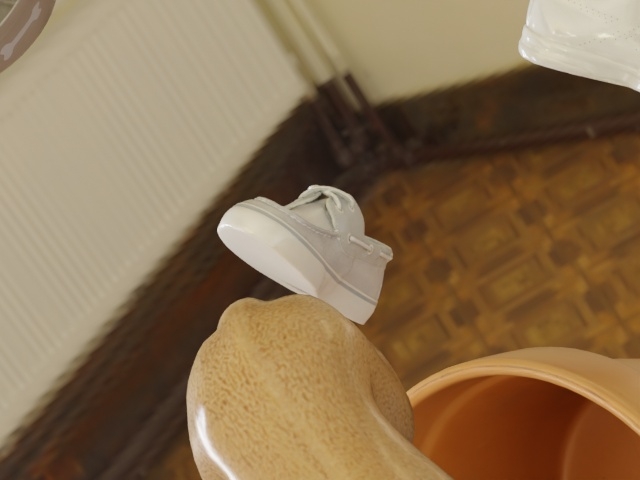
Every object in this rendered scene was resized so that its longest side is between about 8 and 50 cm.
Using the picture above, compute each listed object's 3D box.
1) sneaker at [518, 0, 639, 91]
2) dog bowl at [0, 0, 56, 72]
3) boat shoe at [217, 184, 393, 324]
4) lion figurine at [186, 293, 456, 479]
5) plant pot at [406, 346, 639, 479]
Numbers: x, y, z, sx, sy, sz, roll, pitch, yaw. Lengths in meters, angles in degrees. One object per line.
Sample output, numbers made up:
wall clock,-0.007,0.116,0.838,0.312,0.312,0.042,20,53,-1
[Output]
sneaker,0.260,-0.156,1.266,0.212,0.094,0.080,15,17,6
dog bowl,-0.328,-0.212,1.121,0.349,0.102,0.349,5,46,-5
boat shoe,0.000,0.000,0.987,0.066,0.184,0.063,24,84,30
lion figurine,0.030,0.116,0.594,0.142,0.240,0.392,-39,42,-15
plant pot,0.192,0.199,1.122,0.291,0.291,0.203,-11,3,41
